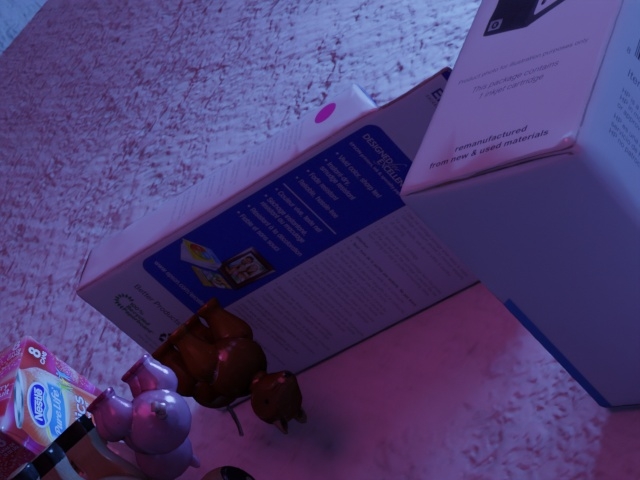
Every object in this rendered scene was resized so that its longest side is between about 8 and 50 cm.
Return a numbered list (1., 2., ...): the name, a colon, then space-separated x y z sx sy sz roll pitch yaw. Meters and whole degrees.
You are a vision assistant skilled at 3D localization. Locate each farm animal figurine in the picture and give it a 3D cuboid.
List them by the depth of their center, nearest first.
1. farm animal figurine: -0.138 0.210 0.916 0.327 0.172 0.330 -42 1 32

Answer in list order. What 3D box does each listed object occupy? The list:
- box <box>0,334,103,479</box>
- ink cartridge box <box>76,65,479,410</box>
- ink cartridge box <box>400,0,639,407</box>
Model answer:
1. box: -0.332 0.220 1.228 0.257 0.122 0.128 -32 30 24
2. ink cartridge box: 0.000 0.000 1.011 0.371 0.176 0.069 -28 33 30
3. ink cartridge box: 0.204 -0.086 0.800 0.129 0.223 0.307 -14 42 46
